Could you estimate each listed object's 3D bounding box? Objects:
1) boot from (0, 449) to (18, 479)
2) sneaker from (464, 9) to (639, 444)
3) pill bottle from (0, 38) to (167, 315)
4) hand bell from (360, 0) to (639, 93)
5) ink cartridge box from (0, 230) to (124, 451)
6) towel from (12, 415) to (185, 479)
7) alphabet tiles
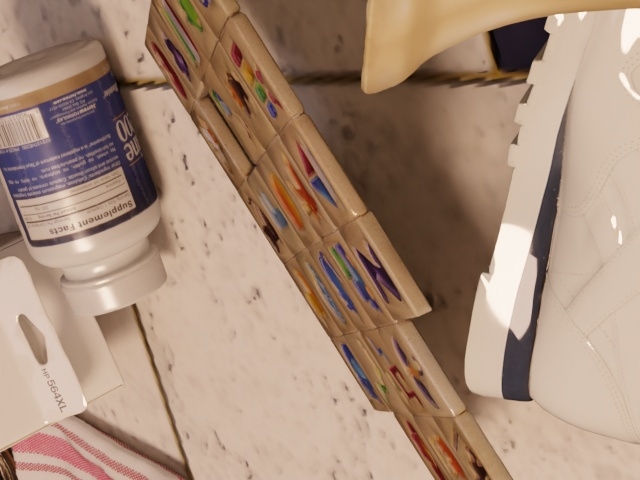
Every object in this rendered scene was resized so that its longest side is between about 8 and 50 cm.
[{"bbox_3d":[-0.249,0.135,0.985,0.082,0.106,0.219,19,127,39],"label":"boot"},{"bbox_3d":[0.114,-0.029,0.521,0.095,0.090,0.235,22,134,20],"label":"sneaker"},{"bbox_3d":[-0.114,-0.029,0.764,0.067,0.067,0.120,0,115,47],"label":"pill bottle"},{"bbox_3d":[0.136,-0.085,0.389,0.242,0.126,0.126,7,127,3],"label":"hand bell"},{"bbox_3d":[-0.172,0.053,0.836,0.092,0.090,0.143,65,157,-8],"label":"ink cartridge box"},{"bbox_3d":[-0.121,0.193,0.950,0.144,0.029,0.197,19,127,38],"label":"towel"},{"bbox_3d":[0.000,0.000,0.634,0.237,0.009,0.198,57,170,0],"label":"alphabet tiles"}]
